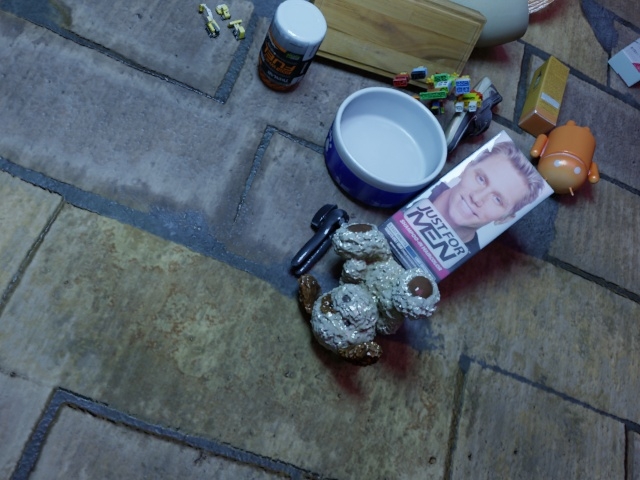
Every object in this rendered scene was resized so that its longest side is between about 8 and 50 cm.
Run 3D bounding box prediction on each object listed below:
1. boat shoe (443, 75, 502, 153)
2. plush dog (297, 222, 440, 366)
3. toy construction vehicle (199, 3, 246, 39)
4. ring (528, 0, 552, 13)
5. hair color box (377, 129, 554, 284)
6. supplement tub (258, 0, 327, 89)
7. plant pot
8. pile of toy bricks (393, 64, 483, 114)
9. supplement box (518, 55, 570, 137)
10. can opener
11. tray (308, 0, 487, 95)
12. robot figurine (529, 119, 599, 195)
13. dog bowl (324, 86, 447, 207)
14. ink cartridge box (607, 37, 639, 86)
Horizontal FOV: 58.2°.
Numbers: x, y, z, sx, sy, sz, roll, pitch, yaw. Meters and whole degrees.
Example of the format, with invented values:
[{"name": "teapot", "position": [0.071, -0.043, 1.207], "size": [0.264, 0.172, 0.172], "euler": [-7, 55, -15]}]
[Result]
[{"name": "boat shoe", "position": [0.389, -0.312, 1.461], "size": [0.092, 0.103, 0.285], "euler": [36, 55, 1]}, {"name": "plush dog", "position": [0.081, 0.128, 1.142], "size": [0.225, 0.211, 0.262], "euler": [-34, 56, -15]}, {"name": "toy construction vehicle", "position": [-0.226, -0.511, 1.333], "size": [0.085, 0.035, 0.098], "euler": [-22, 79, -27]}, {"name": "ring", "position": [0.566, -0.821, 1.647], "size": [0.336, 0.336, 0.032], "euler": [43, 23, 0]}, {"name": "hair color box", "position": [0.299, -0.059, 1.239], "size": [0.347, 0.105, 0.174], "euler": [-38, 86, -2]}, {"name": "supplement tub", "position": [-0.069, -0.425, 1.272], "size": [0.116, 0.190, 0.117], "euler": [8, 66, -18]}, {"name": "plant pot", "position": [0.391, -0.629, 1.517], "size": [0.190, 0.284, 0.284], "euler": [-24, 78, 3]}, {"name": "pile of toy bricks", "position": [0.283, -0.375, 1.392], "size": [0.212, 0.118, 0.105], "euler": [4, 42, 26]}, {"name": "supplement box", "position": [0.625, -0.401, 1.602], "size": [0.080, 0.078, 0.234], "euler": [28, 62, -9]}, {"name": "can opener", "position": [0.000, 0.000, 1.214], "size": [0.186, 0.073, 0.059], "euler": [-56, 134, -26]}, {"name": "tray", "position": [0.170, -0.506, 1.388], "size": [0.410, 0.203, 0.076], "euler": [11, 36, -18]}, {"name": "robot figurine", "position": [0.643, -0.212, 1.503], "size": [0.158, 0.128, 0.219], "euler": [46, 57, -27]}, {"name": "dog bowl", "position": [0.146, -0.211, 1.307], "size": [0.264, 0.104, 0.265], "euler": [8, 62, -15]}, {"name": "ink cartridge box", "position": [1.003, -0.569, 1.826], "size": [0.150, 0.063, 0.109], "euler": [-33, 83, -29]}]
